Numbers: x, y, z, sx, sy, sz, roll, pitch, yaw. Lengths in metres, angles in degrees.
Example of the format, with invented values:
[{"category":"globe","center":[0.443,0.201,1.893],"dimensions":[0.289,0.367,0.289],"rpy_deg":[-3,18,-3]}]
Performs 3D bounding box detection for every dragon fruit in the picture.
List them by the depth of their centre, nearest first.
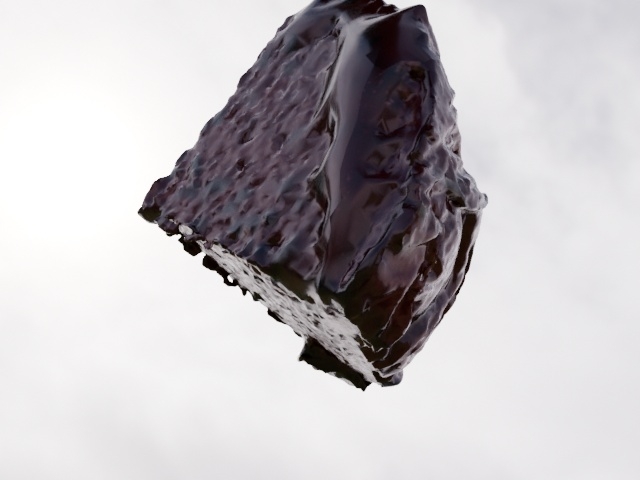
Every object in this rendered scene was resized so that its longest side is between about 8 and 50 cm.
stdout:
[{"category":"dragon fruit","center":[0.000,0.000,1.013],"dimensions":[0.240,0.330,0.302],"rpy_deg":[-17,-70,-3]}]
